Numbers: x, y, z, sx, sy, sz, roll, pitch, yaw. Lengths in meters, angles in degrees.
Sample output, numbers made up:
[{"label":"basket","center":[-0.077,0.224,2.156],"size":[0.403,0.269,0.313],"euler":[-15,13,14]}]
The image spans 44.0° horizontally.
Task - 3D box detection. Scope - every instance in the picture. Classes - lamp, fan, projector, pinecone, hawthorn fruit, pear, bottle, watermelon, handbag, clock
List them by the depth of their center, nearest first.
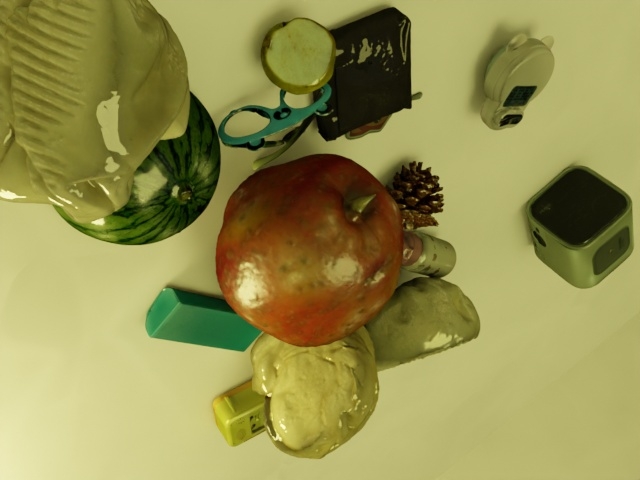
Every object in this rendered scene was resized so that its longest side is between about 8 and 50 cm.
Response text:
[{"label":"watermelon","center":[-0.308,-0.103,1.400],"size":[0.330,0.189,0.331],"euler":[-19,133,-23]},{"label":"pear","center":[-0.040,-0.340,1.465],"size":[0.141,0.104,0.141],"euler":[-1,101,-4]},{"label":"hawthorn fruit","center":[0.000,0.000,1.586],"size":[0.403,0.403,0.403],"euler":[-25,139,-24]},{"label":"handbag","center":[0.088,-0.333,1.617],"size":[0.223,0.080,0.247],"euler":[-27,137,-20]},{"label":"fan","center":[0.143,-0.297,1.765],"size":[0.220,0.009,0.132],"euler":[-21,138,-27]},{"label":"lamp","center":[0.456,-0.381,1.893],"size":[0.179,0.108,0.246],"euler":[-4,130,-35]},{"label":"pinecone","center":[0.224,-0.107,1.913],"size":[0.173,0.173,0.174],"euler":[-25,139,-24]},{"label":"clock","center":[-0.177,0.444,2.105],"size":[0.202,0.096,0.143],"euler":[-24,141,-23]},{"label":"bottle","center":[0.259,0.032,2.106],"size":[0.233,0.110,0.110],"euler":[15,114,-48]},{"label":"projector","center":[0.791,-0.039,2.411],"size":[0.248,0.248,0.249],"euler":[-40,143,-5]}]

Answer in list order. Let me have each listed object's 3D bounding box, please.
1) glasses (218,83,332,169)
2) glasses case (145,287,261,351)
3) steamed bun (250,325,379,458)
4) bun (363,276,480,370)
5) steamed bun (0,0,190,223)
[{"label":"glasses","center":[-0.096,-0.226,1.560],"size":[0.239,0.102,0.207],"euler":[-30,177,-18]},{"label":"glasses case","center":[-0.256,0.181,1.811],"size":[0.117,0.070,0.301],"euler":[-49,145,16]},{"label":"steamed bun","center":[-0.008,0.341,1.988],"size":[0.324,0.372,0.230],"euler":[-26,158,4]},{"label":"bun","center":[0.247,0.221,2.157],"size":[0.359,0.211,0.360],"euler":[-19,169,-4]},{"label":"steamed bun","center":[-0.334,-0.218,1.149],"size":[0.255,0.342,0.368],"euler":[-4,116,-57]}]
